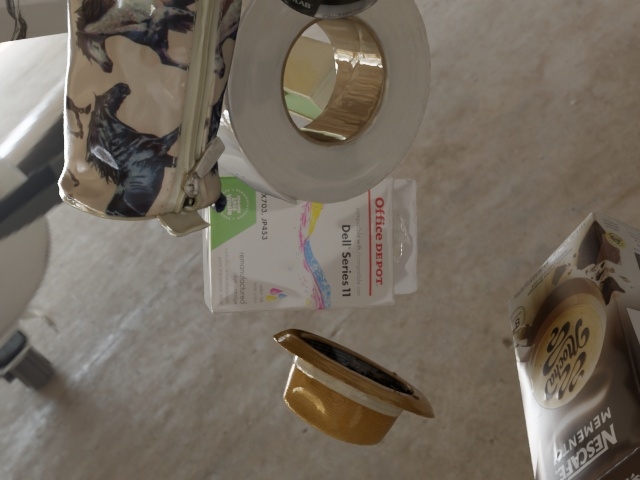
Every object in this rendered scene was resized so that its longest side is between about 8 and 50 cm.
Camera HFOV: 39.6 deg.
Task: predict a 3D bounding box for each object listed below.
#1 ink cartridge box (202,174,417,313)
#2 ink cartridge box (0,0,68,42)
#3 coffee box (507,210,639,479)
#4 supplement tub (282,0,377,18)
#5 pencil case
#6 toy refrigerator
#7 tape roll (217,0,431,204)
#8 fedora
[{"bbox_3d":[0.000,0.000,1.372,0.354,0.207,0.119,-2,3,-13],"label":"ink cartridge box"},{"bbox_3d":[-0.518,-0.458,1.502,0.289,0.211,0.121,-16,-10,-22],"label":"ink cartridge box"},{"bbox_3d":[0.299,0.138,0.910,0.168,0.119,0.297,-56,20,38],"label":"coffee box"},{"bbox_3d":[0.013,-0.272,0.699,0.117,0.117,0.190,-49,-9,-19],"label":"supplement tub"},{"bbox_3d":[-0.143,-0.216,0.819,0.184,0.410,0.160,23,25,29],"label":"pencil case"},{"bbox_3d":[-0.043,-0.239,1.304,0.270,0.102,0.094,30,83,47],"label":"toy refrigerator"},{"bbox_3d":[-0.010,-0.187,1.025,0.286,0.286,0.100,-48,36,-16],"label":"tape roll"},{"bbox_3d":[0.025,0.166,0.960,0.079,0.194,0.194,-63,25,2],"label":"fedora"}]
